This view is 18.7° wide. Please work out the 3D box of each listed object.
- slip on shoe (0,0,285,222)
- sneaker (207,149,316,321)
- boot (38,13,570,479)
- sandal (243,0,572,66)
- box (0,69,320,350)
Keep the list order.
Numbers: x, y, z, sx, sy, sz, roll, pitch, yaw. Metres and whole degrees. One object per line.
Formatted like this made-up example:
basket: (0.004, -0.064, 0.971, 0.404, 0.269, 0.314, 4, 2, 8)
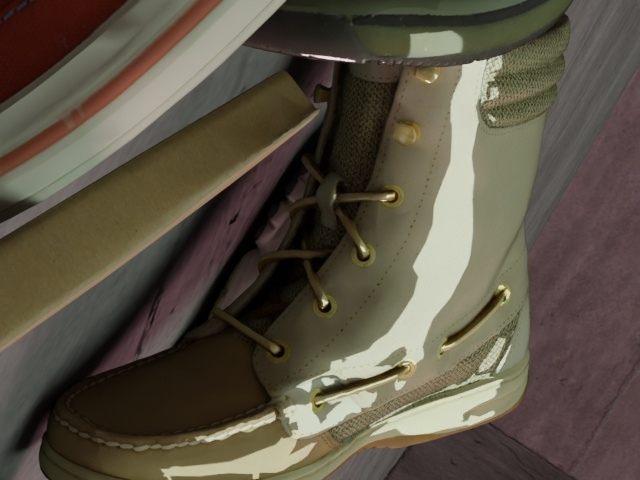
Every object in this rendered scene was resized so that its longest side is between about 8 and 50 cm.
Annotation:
slip on shoe: (-0.007, -0.127, 0.374, 0.331, 0.101, 0.123, -46, -165, 25)
sneaker: (-0.015, 0.074, 0.985, 0.275, 0.110, 0.107, -58, 172, 12)
boot: (0.000, 0.000, 0.830, 0.262, 0.095, 0.203, -12, 121, -36)
sandal: (0.048, -0.148, 0.611, 0.303, 0.120, 0.086, -52, 143, -40)
box: (-0.099, 0.032, 0.443, 0.164, 0.021, 0.201, -33, -177, 28)
